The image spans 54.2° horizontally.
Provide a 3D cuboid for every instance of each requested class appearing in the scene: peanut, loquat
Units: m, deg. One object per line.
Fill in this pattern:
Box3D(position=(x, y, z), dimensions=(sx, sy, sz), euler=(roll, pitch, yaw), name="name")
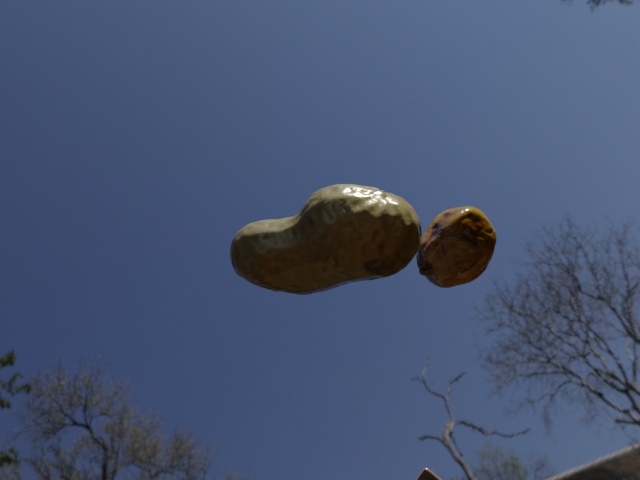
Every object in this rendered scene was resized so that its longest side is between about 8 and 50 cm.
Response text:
Box3D(position=(0.000, 0.000, 0.728), dimensions=(0.236, 0.110, 0.120), euler=(-10, -29, 20), name="peanut")
Box3D(position=(0.210, 0.012, 0.977), dimensions=(0.137, 0.113, 0.137), euler=(-38, -17, -14), name="loquat")

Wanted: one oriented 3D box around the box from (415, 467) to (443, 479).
Box3D(position=(0.246, 0.516, 1.270), dimensions=(0.048, 0.115, 0.025), euler=(-55, -30, -4), name="box")
